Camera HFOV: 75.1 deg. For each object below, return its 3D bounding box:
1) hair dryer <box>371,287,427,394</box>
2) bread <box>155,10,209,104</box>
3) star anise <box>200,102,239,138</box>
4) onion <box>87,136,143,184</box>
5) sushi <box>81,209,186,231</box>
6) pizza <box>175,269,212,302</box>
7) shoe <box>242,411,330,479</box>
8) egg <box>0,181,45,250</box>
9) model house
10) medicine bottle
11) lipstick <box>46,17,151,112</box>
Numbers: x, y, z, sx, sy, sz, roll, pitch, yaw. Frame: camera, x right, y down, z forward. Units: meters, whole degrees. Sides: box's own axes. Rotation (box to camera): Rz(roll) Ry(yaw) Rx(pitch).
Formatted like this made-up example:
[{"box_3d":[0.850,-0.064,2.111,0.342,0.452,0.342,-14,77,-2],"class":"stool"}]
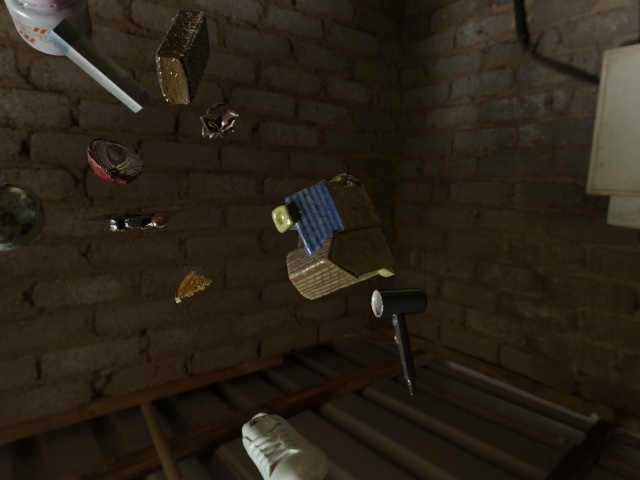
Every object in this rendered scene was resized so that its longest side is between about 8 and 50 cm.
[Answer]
[{"box_3d":[0.215,0.240,1.021,0.128,0.255,0.070,-4,160,-15],"class":"hair dryer"},{"box_3d":[-0.460,-0.629,1.413,0.113,0.165,0.416,-1,-135,-3],"class":"bread"},{"box_3d":[-0.361,-0.460,1.468,0.148,0.227,0.218,-33,157,15],"class":"star anise"},{"box_3d":[-0.878,-0.306,1.755,0.227,0.120,0.283,24,-153,-31],"class":"onion"},{"box_3d":[-0.450,-0.044,1.031,0.210,0.040,0.193,-4,-171,-7],"class":"sushi"},{"box_3d":[-0.537,0.185,1.806,0.176,0.036,0.184,-15,-144,10],"class":"pizza"},{"box_3d":[-0.093,0.448,0.899,0.132,0.160,0.363,-40,175,-20],"class":"shoe"},{"box_3d":[-0.620,-0.045,0.817,0.132,0.132,0.172,-2,-156,-25],"class":"egg"},{"box_3d":[0.000,0.000,1.129,0.261,0.321,0.266,-29,170,40],"class":"model house"},{"box_3d":[-0.961,-0.851,1.462,0.256,0.256,0.325,-2,165,-22],"class":"medicine bottle"},{"box_3d":[-0.712,-0.559,1.359,0.068,0.066,0.317,-7,141,44],"class":"lipstick"}]
